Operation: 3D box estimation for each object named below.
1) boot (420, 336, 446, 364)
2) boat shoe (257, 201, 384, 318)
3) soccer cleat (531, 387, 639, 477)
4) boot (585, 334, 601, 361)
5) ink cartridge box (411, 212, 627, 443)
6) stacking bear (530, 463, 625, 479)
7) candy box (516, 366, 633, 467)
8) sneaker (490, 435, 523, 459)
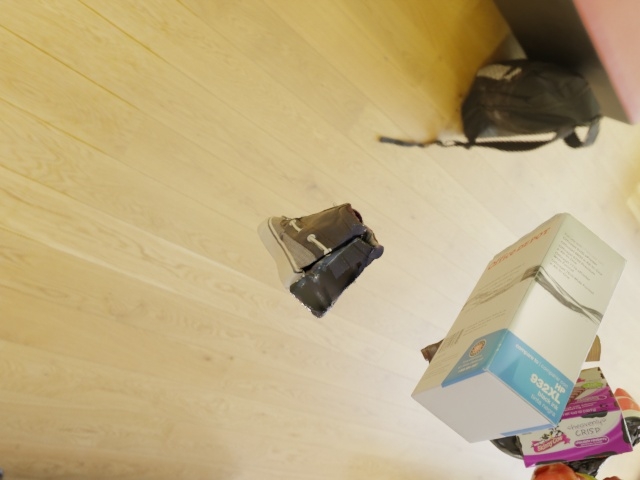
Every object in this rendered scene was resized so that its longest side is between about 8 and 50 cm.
[{"bbox_3d":[0.296,0.262,1.468,0.114,0.106,0.037,-29,161,8],"label":"boot"},{"bbox_3d":[0.000,0.000,1.105,0.158,0.340,0.127,-42,115,3],"label":"boat shoe"},{"bbox_3d":[0.620,0.474,1.535,0.108,0.116,0.318,32,119,-12],"label":"soccer cleat"},{"bbox_3d":[0.477,0.327,1.400,0.211,0.104,0.295,-2,101,-4],"label":"boot"},{"bbox_3d":[0.301,0.136,1.002,0.307,0.129,0.223,-52,-179,-29],"label":"ink cartridge box"},{"bbox_3d":[0.526,0.547,1.358,0.175,0.164,0.289,-28,134,27],"label":"stacking bear"},{"bbox_3d":[0.402,0.283,1.077,0.233,0.159,0.071,-15,89,-74],"label":"candy box"},{"bbox_3d":[0.411,0.386,1.447,0.087,0.227,0.130,-35,159,-41],"label":"sneaker"}]
